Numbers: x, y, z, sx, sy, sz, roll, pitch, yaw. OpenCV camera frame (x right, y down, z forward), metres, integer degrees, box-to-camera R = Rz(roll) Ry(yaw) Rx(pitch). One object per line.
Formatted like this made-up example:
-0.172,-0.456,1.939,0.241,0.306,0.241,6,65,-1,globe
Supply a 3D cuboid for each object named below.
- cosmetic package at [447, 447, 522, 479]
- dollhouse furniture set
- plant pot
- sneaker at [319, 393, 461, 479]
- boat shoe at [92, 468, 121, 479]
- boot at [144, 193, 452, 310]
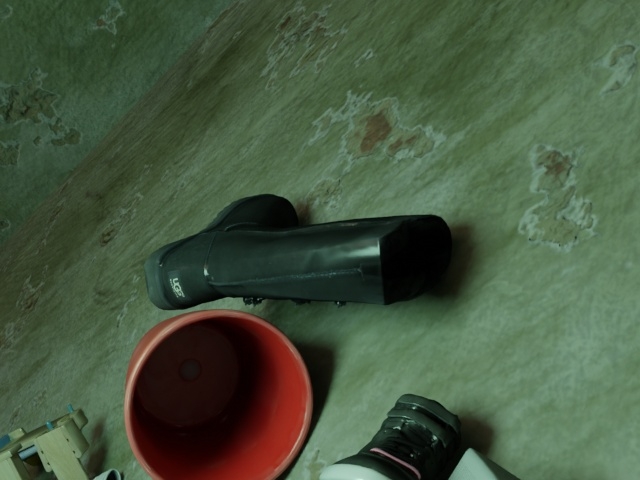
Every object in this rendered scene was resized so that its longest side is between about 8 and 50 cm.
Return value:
0.162,0.294,0.638,0.151,0.151,0.183,-56,-7,-3,cosmetic package
-0.555,0.479,1.575,0.286,0.198,0.303,-26,4,5,dollhouse furniture set
-0.179,0.224,1.148,0.275,0.275,0.243,-60,21,-9,plant pot
0.085,0.224,0.802,0.105,0.295,0.147,30,75,16,sneaker
-0.386,0.490,1.346,0.063,0.066,0.184,-45,23,17,boat shoe
-0.001,0.001,1.182,0.445,0.146,0.367,-9,19,37,boot
